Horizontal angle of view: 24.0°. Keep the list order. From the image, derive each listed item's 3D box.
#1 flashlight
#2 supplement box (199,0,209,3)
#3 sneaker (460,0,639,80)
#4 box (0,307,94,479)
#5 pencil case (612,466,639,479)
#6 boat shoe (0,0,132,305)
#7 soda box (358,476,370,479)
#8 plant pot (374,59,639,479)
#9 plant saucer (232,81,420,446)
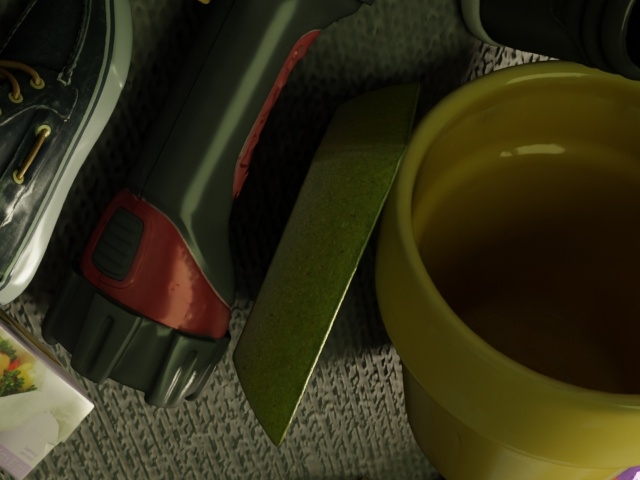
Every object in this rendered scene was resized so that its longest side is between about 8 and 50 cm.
[{"bbox_3d":[-0.047,-0.060,0.832,0.103,0.103,0.304,26,97,-13],"label":"flashlight"},{"bbox_3d":[-0.087,-0.160,0.753,0.083,0.055,0.043,26,100,-46],"label":"supplement box"},{"bbox_3d":[0.237,-0.205,0.930,0.296,0.147,0.104,-44,136,-9],"label":"sneaker"},{"bbox_3d":[-0.231,0.016,0.748,0.063,0.067,0.324,-46,137,-6],"label":"box"},{"bbox_3d":[0.187,0.201,1.208,0.236,0.104,0.104,-36,136,-15],"label":"pencil case"},{"bbox_3d":[-0.152,-0.063,0.721,0.083,0.065,0.183,34,71,-56],"label":"boat shoe"},{"bbox_3d":[0.021,0.274,1.147,0.061,0.058,0.181,-17,129,-30],"label":"soda box"},{"bbox_3d":[0.153,0.052,0.977,0.254,0.254,0.239,-28,154,-23],"label":"plant pot"},{"bbox_3d":[0.000,0.000,0.888,0.045,0.188,0.188,22,108,0],"label":"plant saucer"}]
